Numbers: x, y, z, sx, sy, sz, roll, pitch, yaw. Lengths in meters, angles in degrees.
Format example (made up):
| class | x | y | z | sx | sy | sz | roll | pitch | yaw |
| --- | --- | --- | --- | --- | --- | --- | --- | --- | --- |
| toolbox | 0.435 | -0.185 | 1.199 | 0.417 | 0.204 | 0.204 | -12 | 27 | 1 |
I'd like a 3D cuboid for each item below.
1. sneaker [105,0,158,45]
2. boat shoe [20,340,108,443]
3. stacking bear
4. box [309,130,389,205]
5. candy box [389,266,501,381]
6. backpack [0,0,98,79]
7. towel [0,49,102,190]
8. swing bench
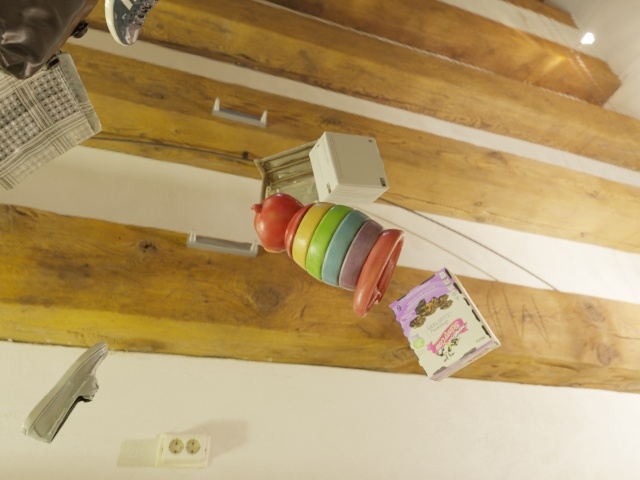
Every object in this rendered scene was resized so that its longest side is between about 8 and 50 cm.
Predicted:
| class | x | y | z | sx | sy | sz | roll | pitch | yaw |
| --- | --- | --- | --- | --- | --- | --- | --- | --- | --- |
| sneaker | -0.478 | -0.687 | 1.194 | 0.148 | 0.350 | 0.131 | 29 | -144 | -2 |
| boat shoe | -0.532 | 0.330 | 0.951 | 0.081 | 0.079 | 0.228 | 33 | -130 | -3 |
| stacking bear | 0.000 | 0.000 | 0.844 | 0.288 | 0.165 | 0.175 | 24 | -167 | 17 |
| box | 0.082 | -0.208 | 1.288 | 0.181 | 0.119 | 0.181 | 0 | -115 | -29 |
| candy box | 0.275 | 0.189 | 0.984 | 0.070 | 0.164 | 0.196 | 32 | -155 | -47 |
| backpack | -0.616 | -0.432 | 0.705 | 0.354 | 0.274 | 0.291 | 6 | -124 | 12 |
| towel | -0.728 | -0.318 | 1.087 | 0.056 | 0.312 | 0.324 | 28 | -122 | 22 |
| swing bench | -0.073 | -0.183 | 1.478 | 0.252 | 0.165 | 0.255 | -16 | -128 | 8 |
